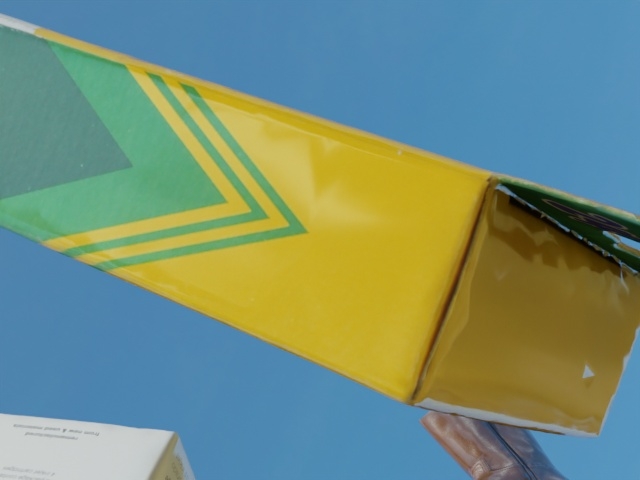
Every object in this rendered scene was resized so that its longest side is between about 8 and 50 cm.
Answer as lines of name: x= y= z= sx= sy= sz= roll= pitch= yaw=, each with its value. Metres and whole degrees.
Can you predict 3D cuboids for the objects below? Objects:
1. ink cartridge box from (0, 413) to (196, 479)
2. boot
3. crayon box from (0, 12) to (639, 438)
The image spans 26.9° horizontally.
ink cartridge box: x=-0.178 y=0.246 z=0.793 sx=0.233 sy=0.168 sz=0.171 roll=-64 pitch=-31 yaw=-46
boot: x=0.068 y=0.110 z=0.653 sx=0.106 sy=0.114 sz=0.037 roll=6 pitch=-65 yaw=-25
crayon box: x=0.000 y=0.000 z=0.551 sx=0.203 sy=0.323 sz=0.083 roll=21 pitch=-91 yaw=-59
